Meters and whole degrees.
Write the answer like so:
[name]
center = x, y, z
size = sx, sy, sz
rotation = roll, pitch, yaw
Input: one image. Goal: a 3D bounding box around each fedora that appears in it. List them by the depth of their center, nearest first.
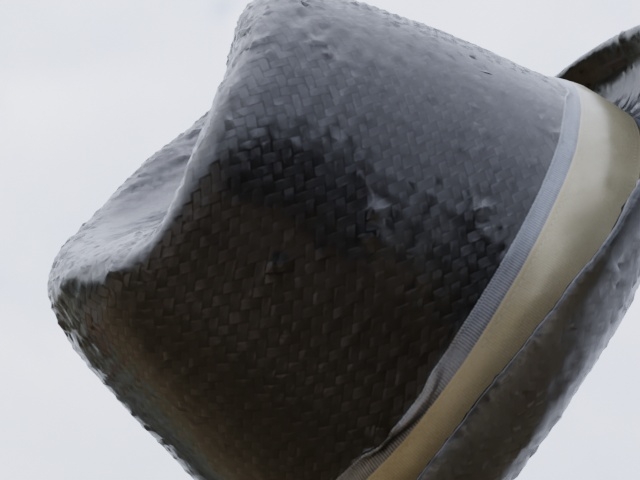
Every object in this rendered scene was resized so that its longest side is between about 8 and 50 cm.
[fedora]
center = 0.000, 0.000, 0.691
size = 0.152, 0.334, 0.334
rotation = 37, -46, -8
